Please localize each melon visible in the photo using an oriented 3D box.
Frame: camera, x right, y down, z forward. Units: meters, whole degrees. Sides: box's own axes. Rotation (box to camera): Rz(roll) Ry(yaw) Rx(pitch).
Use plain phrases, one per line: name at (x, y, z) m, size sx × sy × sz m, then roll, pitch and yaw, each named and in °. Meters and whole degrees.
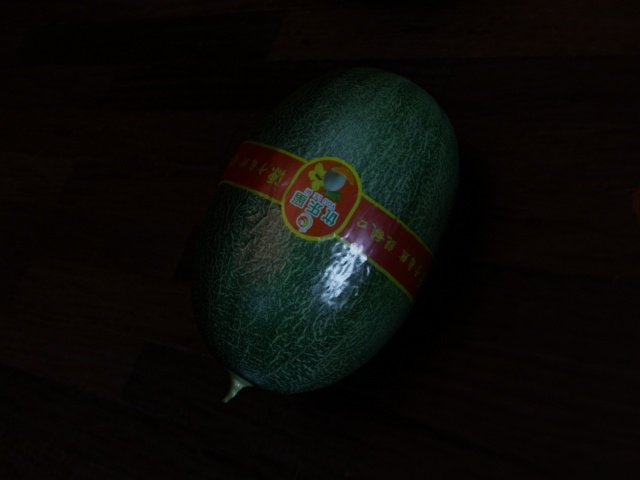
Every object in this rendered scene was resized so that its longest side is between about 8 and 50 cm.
melon at (0.000, 0.000, 0.897) m, size 0.182 × 0.182 × 0.288 m, roll 15°, pitch 75°, yaw 46°

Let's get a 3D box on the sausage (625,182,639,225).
sausage at (0.278, -0.012, 0.751) m, size 0.183 × 0.054 × 0.062 m, roll 21°, pitch 112°, yaw 45°
